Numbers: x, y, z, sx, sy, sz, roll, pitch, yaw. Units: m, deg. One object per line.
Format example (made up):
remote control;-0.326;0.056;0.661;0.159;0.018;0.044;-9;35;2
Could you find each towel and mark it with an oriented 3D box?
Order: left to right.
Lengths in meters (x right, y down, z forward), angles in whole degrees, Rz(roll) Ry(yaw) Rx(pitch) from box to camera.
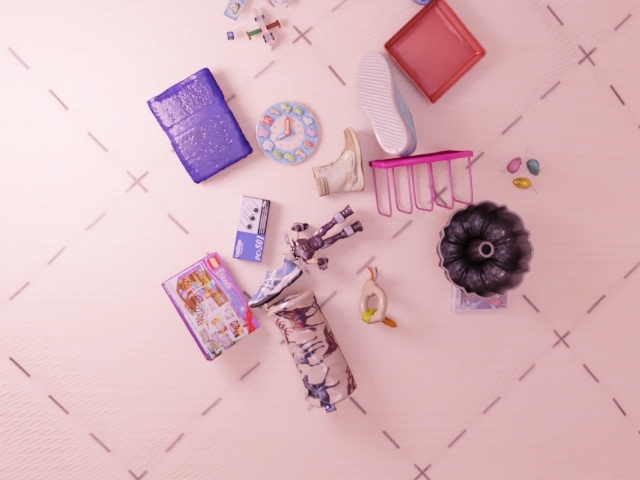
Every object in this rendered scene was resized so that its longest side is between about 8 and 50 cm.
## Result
towel;-0.379;-0.363;1.901;0.227;0.076;0.308;-28;99;3

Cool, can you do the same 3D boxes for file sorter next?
file sorter;0.329;-0.186;1.945;0.290;0.202;0.183;-8;100;-7

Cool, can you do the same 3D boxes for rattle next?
rattle;0.212;0.187;2.031;0.142;0.130;0.200;7;68;-19

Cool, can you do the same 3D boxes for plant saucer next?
plant saucer;0.376;-0.631;1.983;0.259;0.048;0.258;-43;99;-1

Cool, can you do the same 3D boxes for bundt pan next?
bundt pan;0.538;0.033;2.014;0.330;0.124;0.331;0;86;-7

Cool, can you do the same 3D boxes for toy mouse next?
toy mouse;0.711;-0.253;2.071;0.160;0.031;0.143;15;93;-9

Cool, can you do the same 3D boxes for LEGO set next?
LEGO set;-0.207;-0.729;1.907;0.182;0.060;0.244;23;83;-6

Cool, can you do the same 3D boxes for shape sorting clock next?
shape sorting clock;-0.108;-0.351;1.949;0.206;0.040;0.206;-1;96;-7

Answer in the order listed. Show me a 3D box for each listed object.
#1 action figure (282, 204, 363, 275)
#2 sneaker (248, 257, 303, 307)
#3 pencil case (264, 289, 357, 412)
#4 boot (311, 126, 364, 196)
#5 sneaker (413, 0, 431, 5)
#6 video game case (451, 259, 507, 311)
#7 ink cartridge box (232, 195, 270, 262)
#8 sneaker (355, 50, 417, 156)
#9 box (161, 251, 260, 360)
action figure;0.000;0.000;1.964;0.284;0.099;0.185;-31;96;-6
sneaker;-0.160;0.144;1.980;0.211;0.080;0.081;-39;83;-6
pencil case;-0.034;0.357;1.967;0.183;0.160;0.411;-27;99;-19
boot;0.052;-0.257;1.962;0.164;0.077;0.213;-10;100;-5
sneaker;0.306;-0.825;1.932;0.053;0.059;0.144;-38;81;-4
video game case;0.560;0.158;2.095;0.201;0.023;0.184;-1;96;-8
ink cartridge box;-0.226;-0.038;1.961;0.097;0.046;0.207;9;94;-7
sneaker;0.219;-0.436;1.956;0.135;0.150;0.366;-19;78;27
box;-0.352;0.212;1.926;0.200;0.057;0.293;-33;99;-28
